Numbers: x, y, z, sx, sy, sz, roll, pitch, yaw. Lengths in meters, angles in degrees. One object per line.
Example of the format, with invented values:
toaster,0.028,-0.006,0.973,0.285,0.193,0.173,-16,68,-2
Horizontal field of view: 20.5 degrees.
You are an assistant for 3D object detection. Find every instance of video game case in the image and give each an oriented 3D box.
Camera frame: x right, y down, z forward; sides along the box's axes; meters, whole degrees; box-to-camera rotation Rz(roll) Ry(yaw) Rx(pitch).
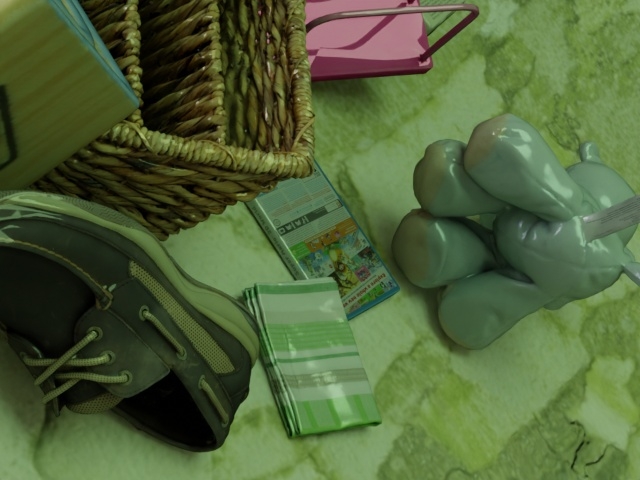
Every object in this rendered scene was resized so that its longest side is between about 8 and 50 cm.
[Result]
video game case,0.000,0.000,1.763,0.119,0.015,0.166,-26,81,-52

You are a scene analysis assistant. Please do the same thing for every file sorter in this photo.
file sorter,0.028,-0.331,1.822,0.202,0.182,0.291,-7,78,-23

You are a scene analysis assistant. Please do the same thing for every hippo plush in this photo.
hippo plush,0.237,-0.040,1.844,0.236,0.294,0.234,-39,113,-60

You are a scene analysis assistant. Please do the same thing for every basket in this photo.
basket,-0.154,-0.173,1.543,0.213,0.223,0.299,38,38,-42

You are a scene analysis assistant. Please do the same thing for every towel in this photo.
towel,-0.005,0.106,1.655,0.113,0.023,0.152,-5,67,-39

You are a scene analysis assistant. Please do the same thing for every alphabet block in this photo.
alphabet block,-0.287,-0.149,1.354,0.192,0.197,0.193,58,3,31

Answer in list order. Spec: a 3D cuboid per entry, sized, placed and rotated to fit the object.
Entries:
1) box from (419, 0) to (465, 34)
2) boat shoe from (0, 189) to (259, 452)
box,0.032,-0.335,1.995,0.275,0.094,0.113,50,38,-1
boat shoe,-0.168,0.072,1.404,0.355,0.132,0.130,32,48,-44
